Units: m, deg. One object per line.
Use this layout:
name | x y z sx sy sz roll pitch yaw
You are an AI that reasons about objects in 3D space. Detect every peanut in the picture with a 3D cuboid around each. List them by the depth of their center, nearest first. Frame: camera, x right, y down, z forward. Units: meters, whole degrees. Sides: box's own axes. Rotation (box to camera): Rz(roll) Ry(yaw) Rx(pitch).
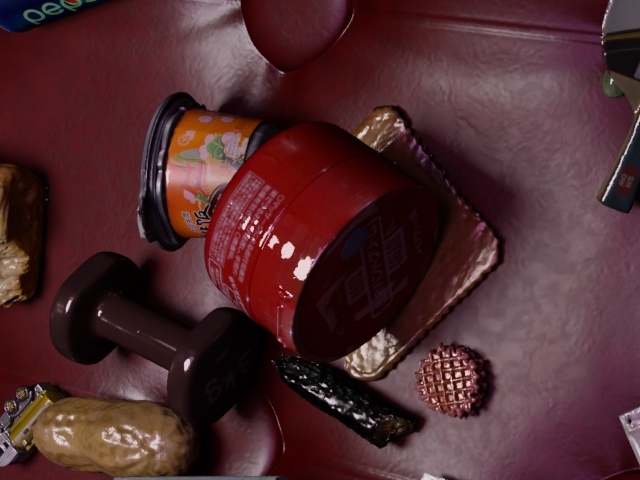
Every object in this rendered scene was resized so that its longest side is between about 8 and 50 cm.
peanut | -0.240 0.228 2.086 0.226 0.108 0.095 4 81 34

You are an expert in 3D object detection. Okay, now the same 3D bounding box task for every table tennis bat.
table tennis bat | 0.343 -0.167 1.750 0.173 0.022 0.301 21 108 -5

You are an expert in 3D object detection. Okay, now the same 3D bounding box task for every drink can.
drink can | -0.310 -0.327 2.149 0.205 0.118 0.118 -14 81 31

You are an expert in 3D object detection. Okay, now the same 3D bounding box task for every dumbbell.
dumbbell | -0.188 0.109 2.041 0.225 0.140 0.124 25 143 30

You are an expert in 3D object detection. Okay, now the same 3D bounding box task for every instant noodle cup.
instant noodle cup | -0.109 -0.071 1.996 0.126 0.177 0.208 6 55 17

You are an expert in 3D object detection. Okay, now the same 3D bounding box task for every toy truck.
toy truck | -0.359 0.224 2.192 0.063 0.052 0.123 47 110 18

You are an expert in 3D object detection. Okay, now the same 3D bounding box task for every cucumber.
cucumber | 0.021 0.172 1.963 0.181 0.053 0.053 30 103 31

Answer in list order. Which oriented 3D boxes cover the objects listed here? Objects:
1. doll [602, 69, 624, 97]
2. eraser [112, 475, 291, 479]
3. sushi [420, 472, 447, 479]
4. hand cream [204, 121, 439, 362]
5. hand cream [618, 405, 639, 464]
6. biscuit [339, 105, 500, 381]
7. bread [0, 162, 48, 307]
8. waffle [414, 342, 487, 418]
doll | 0.330 -0.203 1.780 0.115 0.077 0.150 30 114 36
eraser | -0.114 0.336 1.990 0.227 0.081 0.174 -6 119 30
sushi | 0.146 0.359 1.887 0.139 0.031 0.201 17 94 32
hand cream | 0.000 0.000 1.866 0.149 0.230 0.230 34 105 29
hand cream | 0.400 0.295 1.722 0.121 0.076 0.336 -31 66 25
biscuit | 0.060 0.005 1.966 0.237 0.013 0.232 -46 66 21
bread | -0.509 -0.017 2.238 0.344 0.149 0.195 2 90 31
waffle | 0.137 0.148 1.903 0.083 0.029 0.075 31 103 31
